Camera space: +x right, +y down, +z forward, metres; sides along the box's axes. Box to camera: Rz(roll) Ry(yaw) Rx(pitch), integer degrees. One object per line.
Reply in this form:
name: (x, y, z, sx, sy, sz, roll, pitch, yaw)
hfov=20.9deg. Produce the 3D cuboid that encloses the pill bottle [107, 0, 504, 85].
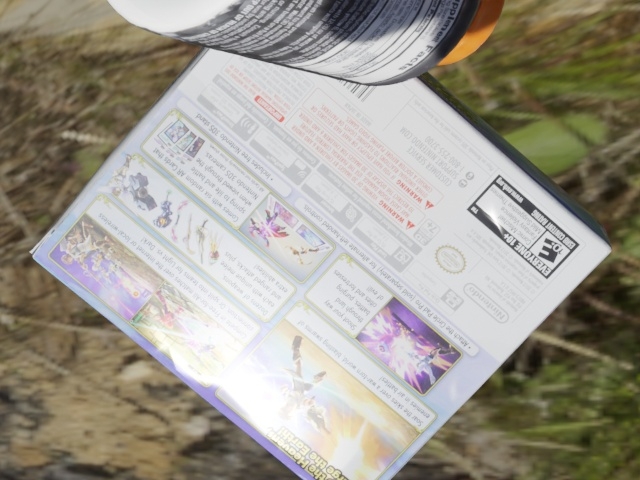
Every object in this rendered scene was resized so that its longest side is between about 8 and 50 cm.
pill bottle: (0.002, -0.153, 0.924, 0.245, 0.130, 0.131, 7, 80, -54)

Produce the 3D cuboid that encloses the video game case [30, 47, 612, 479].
video game case: (0.000, 0.000, 1.091, 0.269, 0.061, 0.244, 40, 104, -8)
